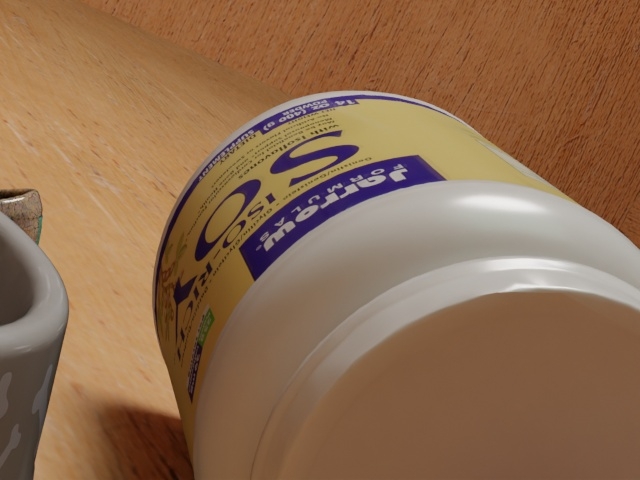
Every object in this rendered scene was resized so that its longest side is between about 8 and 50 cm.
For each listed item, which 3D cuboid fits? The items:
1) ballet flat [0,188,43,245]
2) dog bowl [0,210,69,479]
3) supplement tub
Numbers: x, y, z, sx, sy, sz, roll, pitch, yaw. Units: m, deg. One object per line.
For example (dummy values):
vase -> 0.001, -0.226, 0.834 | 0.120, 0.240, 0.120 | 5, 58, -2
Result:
ballet flat -> -0.306, -0.055, 0.810 | 0.316, 0.106, 0.107 | 24, 10, -14
dog bowl -> -0.267, 0.010, 0.600 | 0.348, 0.102, 0.349 | 26, 10, -5
supplement tub -> 0.045, 0.067, 0.710 | 0.241, 0.241, 0.331 | 24, 10, -17
